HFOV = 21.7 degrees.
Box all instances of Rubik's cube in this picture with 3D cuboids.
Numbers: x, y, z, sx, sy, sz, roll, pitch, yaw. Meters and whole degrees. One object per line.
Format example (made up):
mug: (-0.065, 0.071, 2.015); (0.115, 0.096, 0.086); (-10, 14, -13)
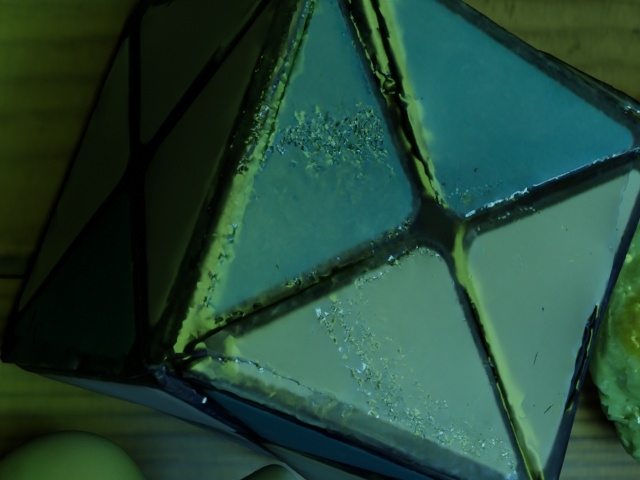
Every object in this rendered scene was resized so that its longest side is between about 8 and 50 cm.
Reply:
Rubik's cube: (0.000, 0.000, 1.138); (0.305, 0.310, 0.307); (28, 76, -28)

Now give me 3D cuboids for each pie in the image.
pie: (0.356, 0.073, 1.444); (0.274, 0.105, 0.257); (2, 105, -21)

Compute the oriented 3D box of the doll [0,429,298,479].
doll: (-0.127, 0.217, 1.147); (0.251, 0.221, 0.221); (-23, 103, -17)
